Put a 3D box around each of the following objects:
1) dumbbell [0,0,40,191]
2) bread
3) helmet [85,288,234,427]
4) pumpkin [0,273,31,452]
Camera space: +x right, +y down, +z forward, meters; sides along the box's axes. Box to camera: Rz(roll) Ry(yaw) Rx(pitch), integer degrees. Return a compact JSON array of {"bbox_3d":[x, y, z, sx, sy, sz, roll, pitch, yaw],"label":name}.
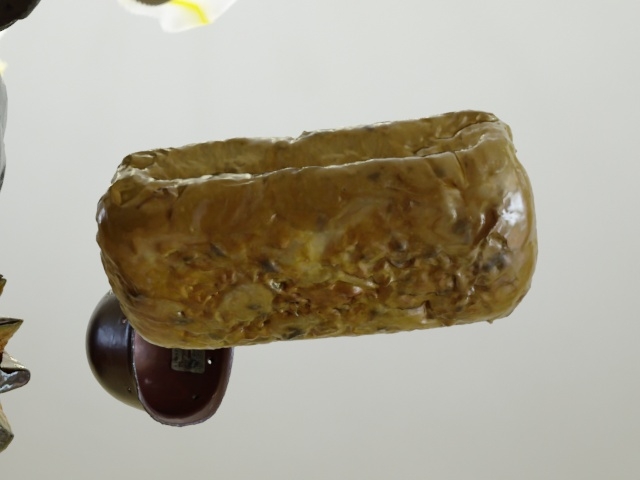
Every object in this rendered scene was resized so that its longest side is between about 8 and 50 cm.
[{"bbox_3d":[-0.220,-0.118,0.569,0.185,0.388,0.185,0,-47,0],"label":"dumbbell"},{"bbox_3d":[0.000,0.000,0.597,0.211,0.083,0.114,-6,-44,4],"label":"bread"},{"bbox_3d":[-0.163,0.096,1.110,0.106,0.175,0.155,-3,-76,23],"label":"helmet"},{"bbox_3d":[-0.375,0.084,1.121,0.130,0.149,0.254,-39,-104,29],"label":"pumpkin"}]
